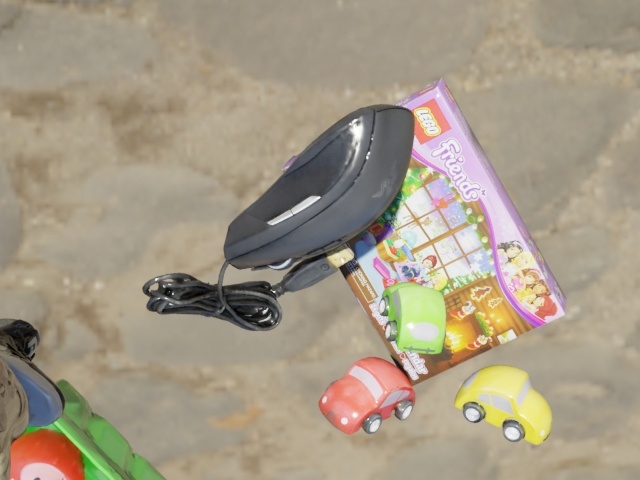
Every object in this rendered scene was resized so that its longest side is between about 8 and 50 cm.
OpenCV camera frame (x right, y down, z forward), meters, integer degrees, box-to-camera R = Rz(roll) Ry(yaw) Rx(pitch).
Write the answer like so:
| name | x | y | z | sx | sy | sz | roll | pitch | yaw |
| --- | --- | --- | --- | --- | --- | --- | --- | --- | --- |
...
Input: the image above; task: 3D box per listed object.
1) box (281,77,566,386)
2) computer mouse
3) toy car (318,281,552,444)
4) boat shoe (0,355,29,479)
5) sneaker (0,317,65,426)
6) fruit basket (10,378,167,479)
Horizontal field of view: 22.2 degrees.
| name | x | y | z | sx | sy | sz | roll | pitch | yaw |
| --- | --- | --- | --- | --- | --- | --- | --- | --- | --- |
| box | 0.116 | -0.006 | 1.806 | 0.201 | 0.057 | 0.293 | -28 | 101 | 17 |
| computer mouse | 0.000 | 0.000 | 1.303 | 0.262 | 0.060 | 0.184 | -39 | 156 | 18 |
| toy car | 0.105 | 0.106 | 1.621 | 0.239 | 0.225 | 0.053 | 6 | 126 | -15 |
| boat shoe | -0.318 | 0.118 | 1.420 | 0.123 | 0.123 | 0.342 | 0 | -168 | -8 |
| sneaker | -0.340 | 0.135 | 1.827 | 0.216 | 0.121 | 0.079 | 17 | 118 | 33 |
| fruit basket | -0.346 | 0.410 | 2.080 | 0.283 | 0.392 | 0.392 | -39 | 139 | 21 |
